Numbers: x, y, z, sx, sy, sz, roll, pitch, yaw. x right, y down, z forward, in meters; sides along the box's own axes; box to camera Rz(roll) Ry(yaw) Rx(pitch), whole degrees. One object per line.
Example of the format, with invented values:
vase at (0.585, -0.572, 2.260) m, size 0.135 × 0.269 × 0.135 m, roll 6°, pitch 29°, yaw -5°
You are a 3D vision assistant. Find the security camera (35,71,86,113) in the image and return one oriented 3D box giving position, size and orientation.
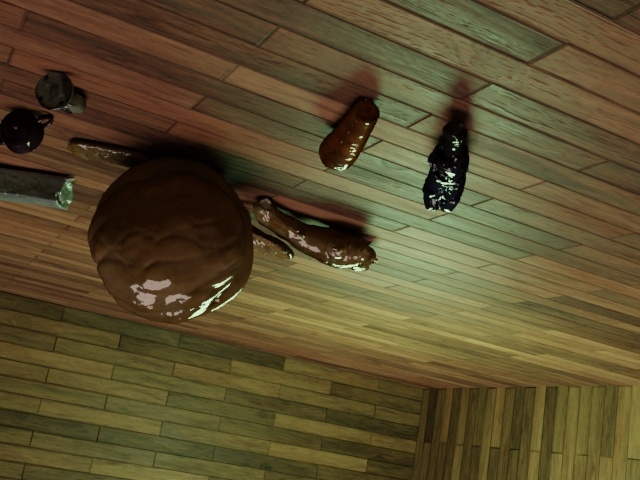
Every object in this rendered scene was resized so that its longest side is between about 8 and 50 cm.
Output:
security camera at (-0.366, -0.201, 1.204) m, size 0.058 × 0.058 × 0.092 m, roll 9°, pitch 173°, yaw 5°

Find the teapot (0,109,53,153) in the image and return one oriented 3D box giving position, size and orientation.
teapot at (-0.469, -0.175, 1.326) m, size 0.100 × 0.068 × 0.045 m, roll -26°, pitch 162°, yaw -4°

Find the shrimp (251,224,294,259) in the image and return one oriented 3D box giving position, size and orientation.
shrimp at (-0.159, -0.018, 1.644) m, size 0.236 × 0.053 × 0.133 m, roll 26°, pitch -178°, yaw 0°

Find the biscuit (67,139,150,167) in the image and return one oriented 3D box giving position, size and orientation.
biscuit at (-0.361, -0.146, 1.447) m, size 0.147 × 0.018 × 0.071 m, roll 11°, pitch 166°, yaw -2°

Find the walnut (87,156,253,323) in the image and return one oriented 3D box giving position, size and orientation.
walnut at (-0.248, 0.001, 1.429) m, size 0.285 × 0.285 × 0.296 m, roll 11°, pitch -169°, yaw -3°

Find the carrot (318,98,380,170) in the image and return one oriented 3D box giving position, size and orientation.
carrot at (0.040, -0.144, 1.150) m, size 0.055 × 0.055 × 0.161 m, roll 13°, pitch 157°, yaw -13°

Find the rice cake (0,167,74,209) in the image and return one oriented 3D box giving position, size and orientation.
rice cake at (-0.582, -0.105, 1.654) m, size 0.206 × 0.063 × 0.069 m, roll 10°, pitch 167°, yaw 2°

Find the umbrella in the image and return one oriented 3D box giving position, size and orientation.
umbrella at (0.184, -0.103, 1.180) m, size 0.070 × 0.071 × 0.248 m, roll 9°, pitch 161°, yaw 3°

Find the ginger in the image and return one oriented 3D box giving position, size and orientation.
ginger at (0.000, 0.000, 1.655) m, size 0.333 × 0.081 × 0.148 m, roll 22°, pitch -178°, yaw -30°
